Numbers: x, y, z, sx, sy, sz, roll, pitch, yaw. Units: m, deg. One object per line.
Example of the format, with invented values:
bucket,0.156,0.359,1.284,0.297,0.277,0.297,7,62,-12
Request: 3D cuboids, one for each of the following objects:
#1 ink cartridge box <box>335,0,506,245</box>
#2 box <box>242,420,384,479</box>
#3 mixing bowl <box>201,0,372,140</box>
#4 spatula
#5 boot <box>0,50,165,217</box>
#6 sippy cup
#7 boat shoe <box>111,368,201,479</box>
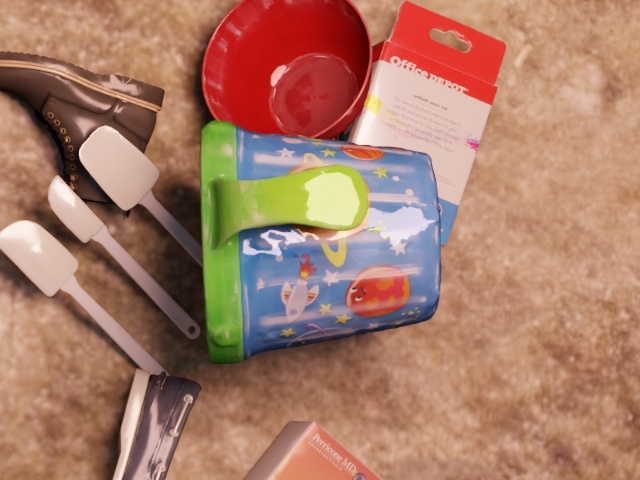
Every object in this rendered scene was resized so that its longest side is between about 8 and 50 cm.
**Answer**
ink cartridge box,0.097,-0.120,1.986,0.134,0.078,0.231,22,79,-14
box,-0.023,0.287,1.907,0.130,0.091,0.170,41,76,-9
mixing bowl,-0.021,-0.165,1.928,0.181,0.098,0.181,-6,72,17
spatula,-0.190,0.021,1.890,0.242,0.019,0.168,47,74,-22
boot,-0.264,-0.109,1.884,0.198,0.077,0.137,12,87,-14
sippy cup,0.000,0.000,1.805,0.224,0.305,0.240,-2,112,-2
boat shoe,-0.174,0.256,1.867,0.079,0.095,0.254,11,73,-4
